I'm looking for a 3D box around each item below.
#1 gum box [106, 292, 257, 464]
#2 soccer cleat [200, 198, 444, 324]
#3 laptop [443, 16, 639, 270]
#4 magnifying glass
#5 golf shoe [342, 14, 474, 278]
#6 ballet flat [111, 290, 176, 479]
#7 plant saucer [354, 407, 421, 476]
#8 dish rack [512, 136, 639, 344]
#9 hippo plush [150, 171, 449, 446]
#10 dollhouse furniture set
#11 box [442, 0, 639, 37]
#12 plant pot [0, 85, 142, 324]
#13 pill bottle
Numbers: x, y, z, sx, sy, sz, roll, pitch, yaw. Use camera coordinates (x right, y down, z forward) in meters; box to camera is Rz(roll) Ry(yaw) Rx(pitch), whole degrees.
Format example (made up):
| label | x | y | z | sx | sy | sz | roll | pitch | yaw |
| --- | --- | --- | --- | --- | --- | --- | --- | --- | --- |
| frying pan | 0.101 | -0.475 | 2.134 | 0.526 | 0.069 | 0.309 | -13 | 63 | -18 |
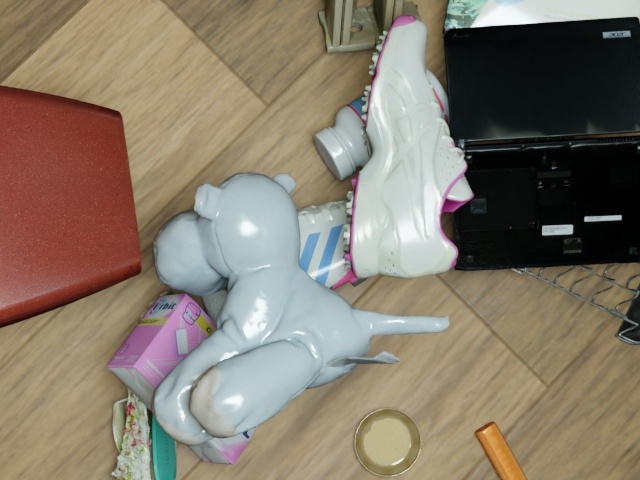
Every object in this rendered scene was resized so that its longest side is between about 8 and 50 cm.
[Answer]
| label | x | y | z | sx | sy | sz | roll | pitch | yaw |
| --- | --- | --- | --- | --- | --- | --- | --- | --- | --- |
| gum box | -0.140 | 0.164 | 1.291 | 0.188 | 0.062 | 0.107 | 50 | 56 | -26 |
| soccer cleat | 0.000 | 0.000 | 1.342 | 0.331 | 0.116 | 0.143 | -37 | 91 | -8 |
| laptop | 0.269 | -0.112 | 1.340 | 0.234 | 0.136 | 0.264 | -3 | 119 | 5 |
| magnifying glass | 0.260 | 0.333 | 1.394 | 0.092 | 0.026 | 0.231 | -29 | 91 | -8 |
| golf shoe | 0.108 | -0.101 | 1.262 | 0.140 | 0.115 | 0.306 | 7 | 82 | 7 |
| ballet flat | -0.210 | 0.179 | 1.326 | 0.077 | 0.091 | 0.241 | -1 | 80 | 26 |
| plant saucer | 0.082 | 0.248 | 1.382 | 0.083 | 0.015 | 0.083 | 0 | 85 | -6 |
| dish rack | 0.340 | -0.014 | 1.408 | 0.271 | 0.074 | 0.208 | 26 | 82 | -2 |
| hippo plush | -0.082 | 0.057 | 1.145 | 0.234 | 0.294 | 0.236 | -24 | 90 | -52 |
| dollhouse furniture set | 0.057 | -0.349 | 1.392 | 0.129 | 0.129 | 0.183 | -8 | 57 | -8 |
| box | 0.289 | -0.392 | 1.359 | 0.232 | 0.058 | 0.322 | 9 | 91 | 3 |
| plant pot | -0.336 | -0.030 | 1.247 | 0.236 | 0.267 | 0.267 | -6 | 86 | -19 |
| pill bottle | 0.075 | -0.142 | 1.376 | 0.160 | 0.087 | 0.087 | -31 | 90 | -8 |
